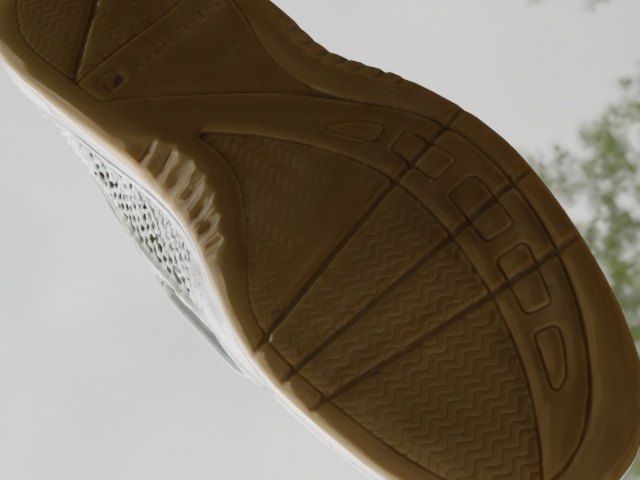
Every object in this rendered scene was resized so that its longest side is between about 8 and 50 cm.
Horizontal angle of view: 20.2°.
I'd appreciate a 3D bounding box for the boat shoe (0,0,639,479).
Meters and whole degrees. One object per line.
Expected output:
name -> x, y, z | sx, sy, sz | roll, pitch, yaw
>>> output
boat shoe -> 0.000, 0.000, 0.566 | 0.277, 0.098, 0.096 | 46, 165, 34
